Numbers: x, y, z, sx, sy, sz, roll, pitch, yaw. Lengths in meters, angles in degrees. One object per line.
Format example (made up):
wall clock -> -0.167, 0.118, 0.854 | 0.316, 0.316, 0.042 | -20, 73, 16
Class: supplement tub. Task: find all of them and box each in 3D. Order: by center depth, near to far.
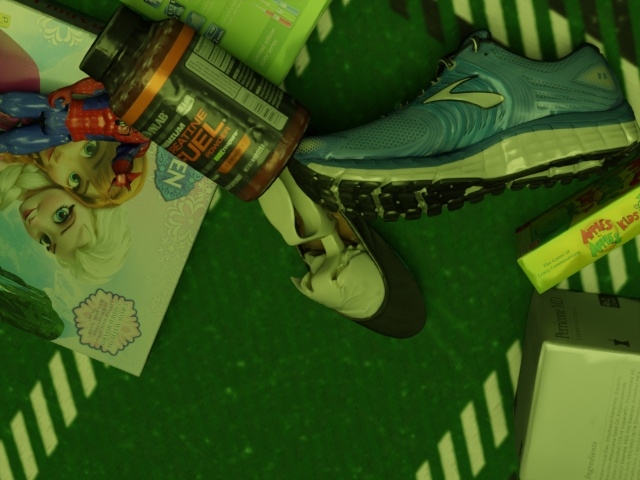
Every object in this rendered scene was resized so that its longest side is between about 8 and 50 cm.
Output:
supplement tub -> -0.115, -0.126, 1.533 | 0.198, 0.106, 0.106 | 33, 109, -11

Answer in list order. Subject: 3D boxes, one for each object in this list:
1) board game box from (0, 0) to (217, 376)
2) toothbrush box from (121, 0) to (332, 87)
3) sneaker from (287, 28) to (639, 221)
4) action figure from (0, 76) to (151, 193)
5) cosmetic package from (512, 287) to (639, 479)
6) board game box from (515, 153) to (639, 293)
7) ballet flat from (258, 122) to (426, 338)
board game box -> -0.265, -0.066, 1.698 | 0.318, 0.066, 0.318 | 22, 109, -3
toothbrush box -> -0.104, -0.304, 1.573 | 0.283, 0.122, 0.206 | 29, 110, -6
sneaker -> 0.127, -0.112, 1.622 | 0.330, 0.130, 0.147 | -11, 75, -7
action figure -> -0.257, -0.101, 1.583 | 0.280, 0.139, 0.091 | -3, 108, 3
cosmetic package -> 0.290, 0.149, 1.683 | 0.184, 0.151, 0.151 | 8, 109, 1
board game box -> 0.275, -0.026, 1.655 | 0.181, 0.092, 0.043 | -32, 103, 14
ballet flat -> 0.000, 0.000, 1.682 | 0.095, 0.096, 0.280 | -25, 105, 37
